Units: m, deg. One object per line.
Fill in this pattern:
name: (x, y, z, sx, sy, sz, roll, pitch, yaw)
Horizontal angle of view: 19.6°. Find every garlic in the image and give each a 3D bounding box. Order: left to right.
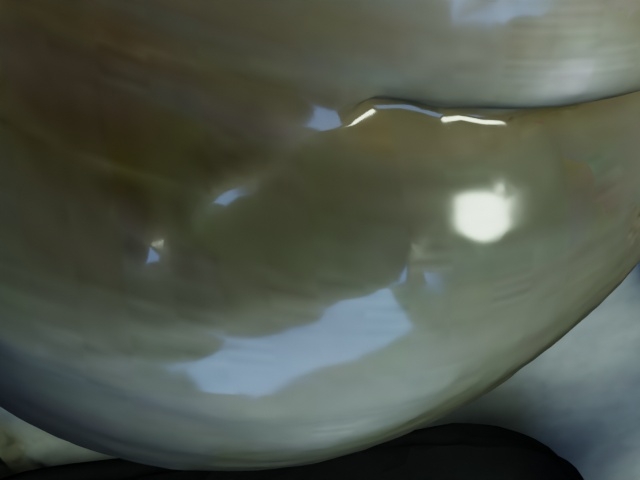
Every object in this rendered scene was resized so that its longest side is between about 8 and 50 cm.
garlic: (-0.014, -0.071, 0.483, 0.325, 0.132, 0.279, 12, 108, -2)

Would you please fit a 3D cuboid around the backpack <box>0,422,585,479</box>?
backpack: (-0.013, 0.292, 0.710, 0.363, 0.255, 0.446, -9, 130, 7)
